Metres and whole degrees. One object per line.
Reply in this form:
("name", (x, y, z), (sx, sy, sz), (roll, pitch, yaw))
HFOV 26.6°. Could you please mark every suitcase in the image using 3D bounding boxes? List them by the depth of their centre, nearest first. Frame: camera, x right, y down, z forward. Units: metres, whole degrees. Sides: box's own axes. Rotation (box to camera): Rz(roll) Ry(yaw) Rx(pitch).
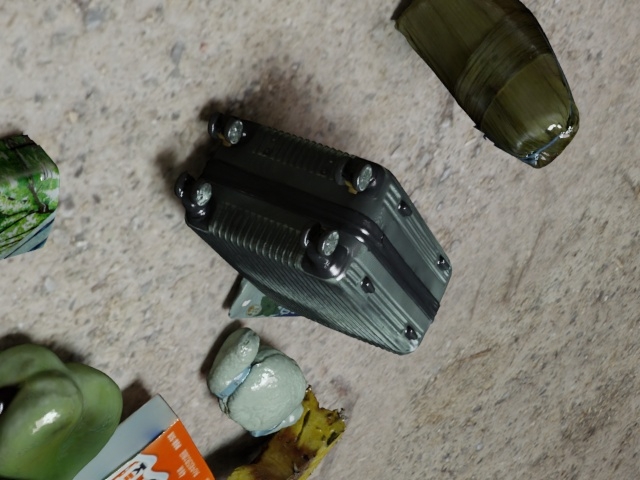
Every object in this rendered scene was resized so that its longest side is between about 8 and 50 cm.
("suitcase", (0.000, 0.000, 1.344), (0.128, 0.202, 0.312), (-64, 153, -11))

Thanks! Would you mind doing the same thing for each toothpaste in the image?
("toothpaste", (-0.020, 0.067, 1.570), (0.233, 0.038, 0.060), (5, 121, -51))

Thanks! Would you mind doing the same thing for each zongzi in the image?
("zongzi", (0.211, -0.167, 1.403), (0.112, 0.221, 0.242), (-43, 156, 25))

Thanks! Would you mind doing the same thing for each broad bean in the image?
("broad bean", (-0.276, 0.186, 1.327), (0.169, 0.100, 0.228), (-41, 152, 6))

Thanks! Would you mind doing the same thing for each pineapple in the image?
("pineapple", (-0.068, 0.300, 1.728), (0.233, 0.079, 0.135), (-41, 161, -28))

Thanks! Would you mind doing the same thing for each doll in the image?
("doll", (-0.071, 0.174, 1.597), (0.103, 0.071, 0.214), (-43, 147, -8))

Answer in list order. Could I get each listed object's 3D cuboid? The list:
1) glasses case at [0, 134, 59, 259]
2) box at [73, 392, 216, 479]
("glasses case", (-0.336, -0.003, 1.053), (0.272, 0.062, 0.095), (-20, 141, -38))
("box", (-0.247, 0.314, 1.538), (0.265, 0.048, 0.273), (-39, 158, -12))
